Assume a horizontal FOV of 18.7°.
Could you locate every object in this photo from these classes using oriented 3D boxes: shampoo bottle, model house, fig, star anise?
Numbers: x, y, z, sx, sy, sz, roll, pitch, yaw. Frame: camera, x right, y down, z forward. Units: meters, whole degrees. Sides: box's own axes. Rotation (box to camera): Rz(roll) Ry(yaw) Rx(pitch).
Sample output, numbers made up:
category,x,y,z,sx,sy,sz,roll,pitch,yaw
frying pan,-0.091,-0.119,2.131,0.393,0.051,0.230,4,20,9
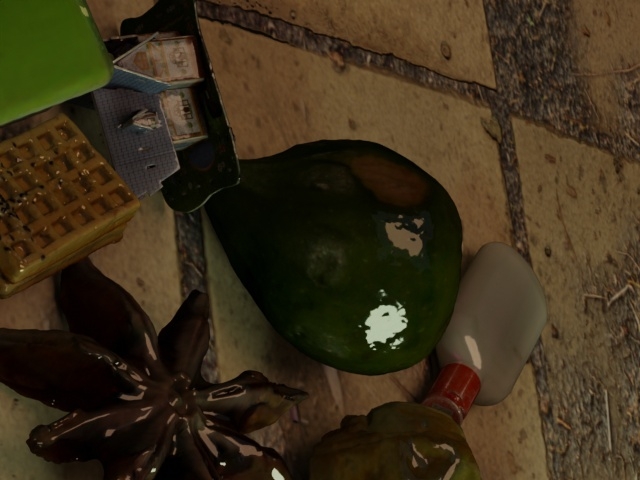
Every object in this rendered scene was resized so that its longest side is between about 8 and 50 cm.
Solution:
category,x,y,z,sx,sy,sz,roll,pitch,yaw
shampoo bottle,0.150,0.097,1.815,0.108,0.051,0.221,60,37,-20
model house,-0.141,-0.101,1.492,0.088,0.117,0.167,-12,85,-38
fig,0.000,0.000,1.587,0.244,0.195,0.195,20,51,-5
star anise,-0.121,0.127,1.378,0.288,0.088,0.288,28,36,-23

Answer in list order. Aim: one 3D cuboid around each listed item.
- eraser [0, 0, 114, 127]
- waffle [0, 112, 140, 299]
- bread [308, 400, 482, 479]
category,x,y,z,sx,sy,sz,roll,pitch,yaw
eraser,-0.287,-0.158,1.328,0.274,0.092,0.210,-33,101,-52
waffle,-0.206,-0.026,1.388,0.102,0.042,0.148,51,37,7
bread,0.077,0.261,1.570,0.152,0.130,0.268,-9,72,-18
